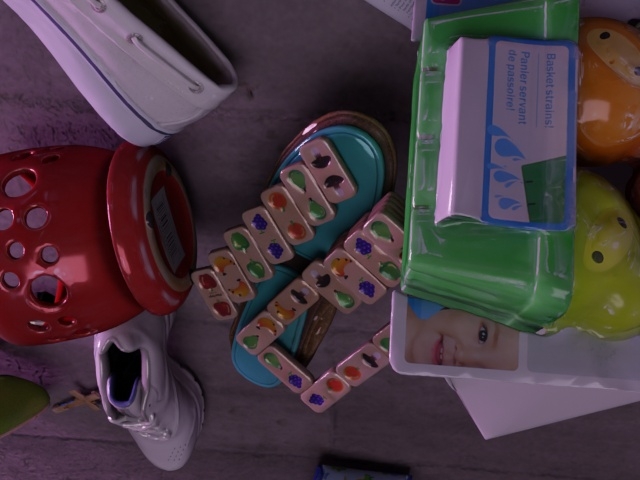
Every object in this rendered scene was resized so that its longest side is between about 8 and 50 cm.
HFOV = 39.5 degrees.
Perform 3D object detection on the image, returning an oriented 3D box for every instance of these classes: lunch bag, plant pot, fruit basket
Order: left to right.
[{"bbox_3d":[-0.220,-0.003,0.858,0.174,0.191,0.191,-10,125,10],"label":"plant pot"},{"bbox_3d":[0.045,0.366,1.160,0.128,0.096,0.151,9,142,-2],"label":"lunch bag"},{"bbox_3d":[0.234,-0.052,0.642,0.353,0.327,0.165,4,166,9],"label":"fruit basket"}]

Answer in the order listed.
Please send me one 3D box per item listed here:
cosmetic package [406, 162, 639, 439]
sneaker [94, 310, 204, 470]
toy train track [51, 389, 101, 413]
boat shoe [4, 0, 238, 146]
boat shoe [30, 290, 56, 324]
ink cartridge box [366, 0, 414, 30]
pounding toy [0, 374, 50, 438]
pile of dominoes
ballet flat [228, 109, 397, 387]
[{"bbox_3d":[0.284,0.032,0.831,0.365,0.155,0.197,-18,122,21],"label":"cosmetic package"},{"bbox_3d":[-0.209,0.171,1.022,0.111,0.129,0.297,-3,127,8],"label":"sneaker"},{"bbox_3d":[-0.310,0.203,1.134,0.083,0.014,0.048,-23,128,29],"label":"toy train track"},{"bbox_3d":[-0.186,-0.240,0.708,0.156,0.136,0.367,-23,123,23],"label":"boat shoe"},{"bbox_3d":[-0.319,0.077,1.023,0.133,0.049,0.042,6,100,12],"label":"boat shoe"},{"bbox_3d":[0.120,-0.265,0.699,0.224,0.045,0.223,29,125,-14],"label":"ink cartridge box"},{"bbox_3d":[-0.451,0.192,1.071,0.236,0.183,0.110,-18,97,24],"label":"pounding toy"},{"bbox_3d":[-0.004,0.048,0.795,0.196,0.040,0.251,41,127,-7],"label":"pile of dominoes"},{"bbox_3d":[0.000,0.000,0.867,0.116,0.124,0.342,27,128,11],"label":"ballet flat"}]
